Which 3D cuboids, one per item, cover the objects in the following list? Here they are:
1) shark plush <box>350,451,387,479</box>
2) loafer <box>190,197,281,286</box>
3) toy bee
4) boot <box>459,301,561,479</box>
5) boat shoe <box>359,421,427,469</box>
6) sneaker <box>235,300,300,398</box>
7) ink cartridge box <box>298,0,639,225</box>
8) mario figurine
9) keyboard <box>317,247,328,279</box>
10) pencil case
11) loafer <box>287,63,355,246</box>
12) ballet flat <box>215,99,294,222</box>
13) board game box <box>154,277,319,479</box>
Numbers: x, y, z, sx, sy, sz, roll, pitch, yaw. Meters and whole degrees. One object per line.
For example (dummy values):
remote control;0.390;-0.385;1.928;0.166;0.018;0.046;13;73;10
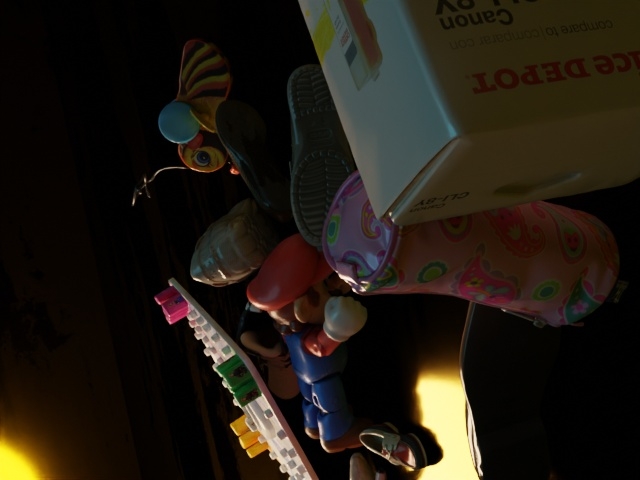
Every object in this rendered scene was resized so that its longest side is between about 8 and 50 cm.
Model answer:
shark plush;0.086;0.394;1.769;0.161;0.073;0.067;58;178;-4
loafer;-0.132;0.005;1.846;0.112;0.112;0.319;62;-171;-1
toy bee;-0.197;-0.187;2.043;0.195;0.162;0.298;-76;7;-56
boot;0.189;0.135;1.297;0.115;0.112;0.305;-120;25;-61
boat shoe;0.102;0.287;1.649;0.137;0.043;0.049;-158;62;-63
sneaker;-0.081;0.172;1.870;0.153;0.094;0.234;-50;-31;-58
ink cartridge box;0.135;-0.233;1.007;0.384;0.279;0.160;71;155;17
mario figurine;0.017;0.136;1.732;0.198;0.170;0.320;-2;112;34
keyboard;0.000;0.000;1.800;0.072;0.014;0.256;-117;27;-46
pencil case;0.145;0.009;1.094;0.124;0.284;0.124;-23;61;51
loafer;0.003;-0.116;1.656;0.087;0.094;0.251;18;-110;-87
ballet flat;-0.104;-0.125;1.906;0.249;0.084;0.058;59;154;28
board game box;-0.123;0.284;1.989;0.390;0.050;0.390;36;156;60
